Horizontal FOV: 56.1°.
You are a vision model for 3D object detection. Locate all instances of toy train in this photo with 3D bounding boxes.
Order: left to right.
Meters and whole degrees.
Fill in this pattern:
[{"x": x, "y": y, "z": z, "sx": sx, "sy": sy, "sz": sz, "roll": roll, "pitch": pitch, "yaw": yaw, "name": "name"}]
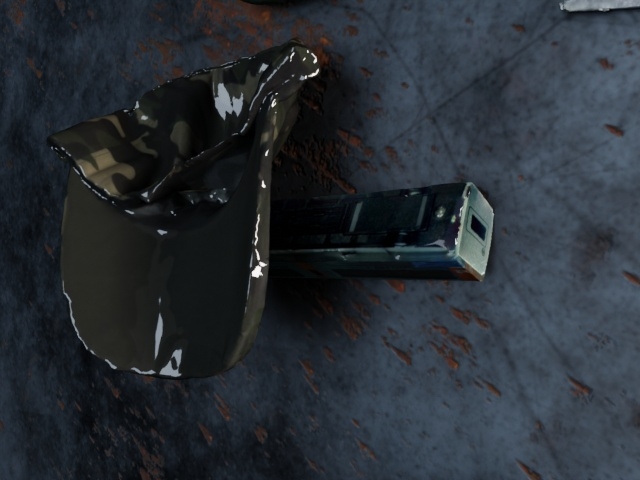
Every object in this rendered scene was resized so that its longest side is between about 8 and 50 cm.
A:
[{"x": 0.000, "y": 0.000, "z": 0.721, "sx": 0.409, "sy": 0.089, "sz": 0.086, "roll": -3, "pitch": 65, "yaw": 40, "name": "toy train"}]

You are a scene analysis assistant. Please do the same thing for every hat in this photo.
[{"x": -0.140, "y": -0.044, "z": 0.730, "sx": 0.365, "sy": 0.257, "sz": 0.382, "roll": -7, "pitch": 94, "yaw": 26, "name": "hat"}]

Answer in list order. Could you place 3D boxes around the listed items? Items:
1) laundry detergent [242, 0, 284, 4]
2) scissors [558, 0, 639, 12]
[{"x": -0.025, "y": -0.368, "z": 0.728, "sx": 0.221, "sy": 0.078, "sz": 0.145, "roll": 9, "pitch": 94, "yaw": 39, "name": "laundry detergent"}, {"x": 0.364, "y": -0.204, "z": 0.457, "sx": 0.360, "sy": 0.029, "sz": 0.191, "roll": 8, "pitch": 99, "yaw": 38, "name": "scissors"}]
